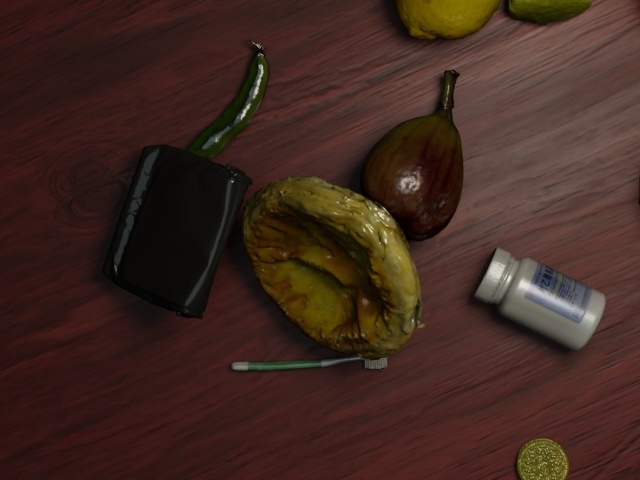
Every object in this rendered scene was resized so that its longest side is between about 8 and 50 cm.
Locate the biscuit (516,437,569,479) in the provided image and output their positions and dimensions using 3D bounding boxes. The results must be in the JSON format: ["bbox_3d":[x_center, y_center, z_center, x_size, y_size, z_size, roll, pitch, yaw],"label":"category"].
[{"bbox_3d":[0.354,0.358,1.679,0.084,0.023,0.084,0,93,5],"label":"biscuit"}]

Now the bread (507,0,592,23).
[{"bbox_3d":[0.354,-0.401,1.630,0.129,0.111,0.114,-4,82,1],"label":"bread"}]

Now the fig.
[{"bbox_3d":[0.160,-0.141,1.633,0.146,0.170,0.274,7,70,47],"label":"fig"}]

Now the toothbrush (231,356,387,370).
[{"bbox_3d":[-0.018,0.201,1.712,0.257,0.018,0.024,-2,97,4],"label":"toothbrush"}]

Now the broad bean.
[{"bbox_3d":[-0.141,-0.215,1.707,0.069,0.039,0.226,29,92,-2],"label":"broad bean"}]

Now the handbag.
[{"bbox_3d":[-0.222,-0.017,1.655,0.223,0.080,0.246,21,93,38],"label":"handbag"}]

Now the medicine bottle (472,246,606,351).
[{"bbox_3d":[0.339,0.089,1.636,0.187,0.103,0.102,27,93,4],"label":"medicine bottle"}]

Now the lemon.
[{"bbox_3d":[0.203,-0.403,1.613,0.170,0.170,0.207,21,100,4],"label":"lemon"}]

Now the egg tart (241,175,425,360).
[{"bbox_3d":[0.027,0.027,1.586,0.341,0.341,0.132,48,55,3],"label":"egg tart"}]
